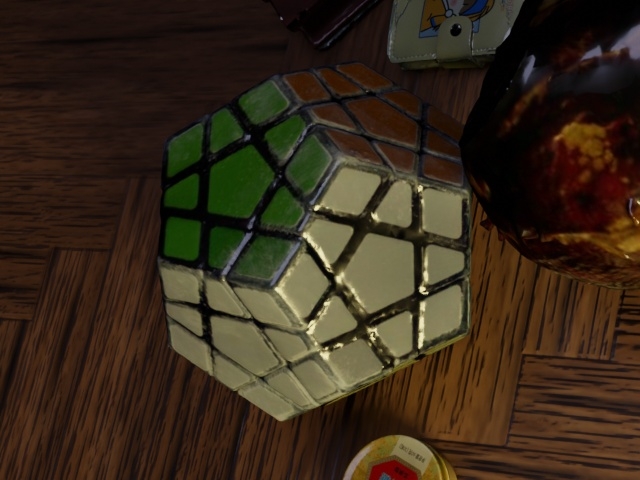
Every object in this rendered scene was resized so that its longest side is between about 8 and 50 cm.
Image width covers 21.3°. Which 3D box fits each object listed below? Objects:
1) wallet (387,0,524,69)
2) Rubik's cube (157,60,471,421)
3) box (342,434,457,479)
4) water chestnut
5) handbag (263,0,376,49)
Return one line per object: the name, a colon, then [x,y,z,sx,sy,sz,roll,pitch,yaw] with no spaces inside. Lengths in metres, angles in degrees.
wallet: [0.141,-0.219,1.632,0.155,0.039,0.110,-1,68,34]
Rubik's cube: [0.000,0.000,1.487,0.264,0.319,0.319,1,68,5]
box: [0.069,0.224,1.487,0.106,0.037,0.105,-14,63,29]
water chestnut: [0.287,-0.081,1.349,0.335,0.347,0.335,-46,10,11]
handbag: [0.024,-0.366,1.752,0.275,0.084,0.260,-39,56,14]
